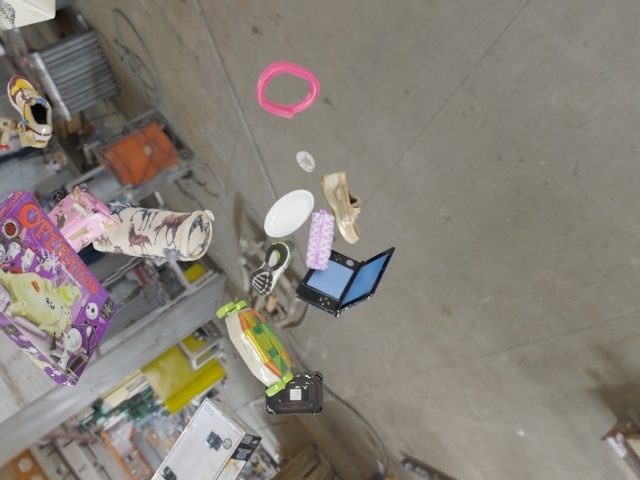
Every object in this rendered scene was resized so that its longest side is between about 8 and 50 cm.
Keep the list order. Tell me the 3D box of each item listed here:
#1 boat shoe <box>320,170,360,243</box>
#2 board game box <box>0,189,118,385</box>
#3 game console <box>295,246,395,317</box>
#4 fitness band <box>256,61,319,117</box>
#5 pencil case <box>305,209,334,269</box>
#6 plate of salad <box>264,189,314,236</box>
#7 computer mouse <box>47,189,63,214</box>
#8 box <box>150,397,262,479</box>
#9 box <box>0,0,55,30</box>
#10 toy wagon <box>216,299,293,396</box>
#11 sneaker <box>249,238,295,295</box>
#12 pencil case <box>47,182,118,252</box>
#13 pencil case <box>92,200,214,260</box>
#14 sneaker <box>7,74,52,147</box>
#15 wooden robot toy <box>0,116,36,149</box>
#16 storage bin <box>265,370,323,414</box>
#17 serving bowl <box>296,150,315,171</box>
[{"bbox_3d":[0.106,-0.122,2.224,0.122,0.110,0.341,-96,-16,-45],"label":"boat shoe"},{"bbox_3d":[-0.536,0.101,1.108,0.056,0.208,0.347,-6,133,16],"label":"board game box"},{"bbox_3d":[0.088,0.107,1.988,0.250,0.293,0.173,25,130,8],"label":"game console"},{"bbox_3d":[-0.132,-0.605,2.295,0.209,0.290,0.054,-56,52,26],"label":"fitness band"},{"bbox_3d":[0.000,0.000,1.973,0.088,0.086,0.206,111,166,-77],"label":"pencil case"},{"bbox_3d":[-0.109,-0.094,1.912,0.048,0.199,0.200,46,156,30],"label":"plate of salad"},{"bbox_3d":[-0.810,-0.080,1.738,0.041,0.071,0.242,39,-158,-32],"label":"computer mouse"},{"bbox_3d":[-0.302,0.575,1.458,0.169,0.290,0.087,27,170,35],"label":"box"},{"bbox_3d":[-0.559,-0.388,0.897,0.274,0.113,0.094,-3,86,23],"label":"box"},{"bbox_3d":[-0.169,0.291,1.621,0.267,0.068,0.344,56,-175,7],"label":"toy wagon"},{"bbox_3d":[-0.186,0.113,2.330,0.111,0.121,0.300,44,124,11],"label":"sneaker"},{"bbox_3d":[-0.742,0.019,1.540,0.160,0.386,0.167,40,162,24],"label":"pencil case"},{"bbox_3d":[-0.545,-0.036,1.851,0.409,0.184,0.160,6,161,22],"label":"pencil case"},{"bbox_3d":[-0.636,-0.303,1.268,0.084,0.069,0.186,-37,74,40],"label":"sneaker"},{"bbox_3d":[-0.683,-0.238,1.220,0.173,0.076,0.079,16,-172,-10],"label":"wooden robot toy"},{"bbox_3d":[-0.080,0.481,1.807,0.084,0.180,0.122,69,-160,-82],"label":"storage bin"},{"bbox_3d":[-0.049,-0.293,2.082,0.083,0.027,0.083,37,152,24],"label":"serving bowl"}]
